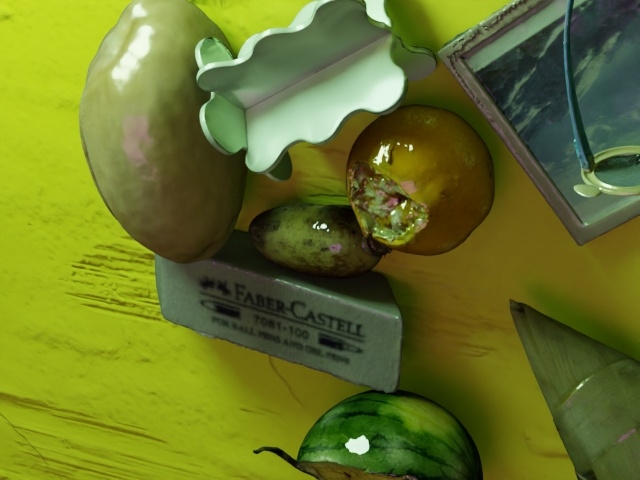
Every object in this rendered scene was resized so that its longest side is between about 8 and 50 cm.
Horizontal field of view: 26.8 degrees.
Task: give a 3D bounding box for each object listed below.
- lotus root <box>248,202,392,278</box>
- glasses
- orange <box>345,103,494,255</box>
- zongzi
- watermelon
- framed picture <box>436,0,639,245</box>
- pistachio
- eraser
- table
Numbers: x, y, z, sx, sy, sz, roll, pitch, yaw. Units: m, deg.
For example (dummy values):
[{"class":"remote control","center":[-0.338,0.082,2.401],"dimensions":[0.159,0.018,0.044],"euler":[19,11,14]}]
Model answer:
[{"class":"lotus root","center":[0.000,0.000,1.454],"dimensions":[0.179,0.089,0.080],"euler":[4,91,35]},{"class":"glasses","center":[0.311,-0.153,1.188],"dimensions":[0.190,0.088,0.220],"euler":[-5,97,33]},{"class":"orange","center":[0.098,-0.057,1.335],"dimensions":[0.155,0.134,0.154],"euler":[9,118,18]},{"class":"zongzi","center":[0.364,0.164,1.322],"dimensions":[0.289,0.154,0.317],"euler":[-22,99,29]},{"class":"watermelon","center":[0.079,0.232,1.514],"dimensions":[0.232,0.127,0.204],"euler":[1,161,43]},{"class":"framed picture","center":[0.301,-0.159,1.227],"dimensions":[0.335,0.022,0.247],"euler":[-30,101,39]},{"class":"pistachio","center":[-0.165,-0.117,1.430],"dimensions":[0.162,0.182,0.293],"euler":[27,128,60]},{"class":"eraser","center":[-0.056,0.067,1.535],"dimensions":[0.353,0.077,0.111],"euler":[17,126,21]},{"class":"table","center":[-0.002,-0.166,1.314],"dimensions":[0.198,0.166,0.166],"euler":[-25,105,31]}]
